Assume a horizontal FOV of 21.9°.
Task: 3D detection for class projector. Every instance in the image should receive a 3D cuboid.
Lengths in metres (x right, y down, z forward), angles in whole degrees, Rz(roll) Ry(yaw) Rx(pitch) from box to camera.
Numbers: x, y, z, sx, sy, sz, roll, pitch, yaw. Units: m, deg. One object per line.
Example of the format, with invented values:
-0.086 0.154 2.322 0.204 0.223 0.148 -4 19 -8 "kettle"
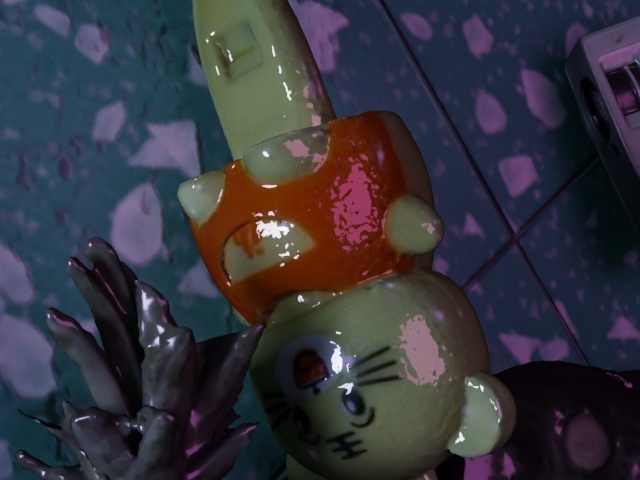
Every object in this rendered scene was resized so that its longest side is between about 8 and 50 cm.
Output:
0.229 -0.068 1.006 0.115 0.061 0.147 -20 77 -11 "projector"

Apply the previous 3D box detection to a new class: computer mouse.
0.111 0.200 0.852 0.170 0.100 0.269 12 70 -26 "computer mouse"

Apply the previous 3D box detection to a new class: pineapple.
-0.067 0.171 0.691 0.169 0.169 0.340 -3 75 -41 "pineapple"

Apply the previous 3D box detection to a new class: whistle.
0.000 0.000 0.793 0.106 0.131 0.288 -14 81 -54 "whistle"

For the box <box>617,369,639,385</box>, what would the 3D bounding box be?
0.205 0.142 1.001 0.126 0.027 0.125 8 77 -40 "box"
